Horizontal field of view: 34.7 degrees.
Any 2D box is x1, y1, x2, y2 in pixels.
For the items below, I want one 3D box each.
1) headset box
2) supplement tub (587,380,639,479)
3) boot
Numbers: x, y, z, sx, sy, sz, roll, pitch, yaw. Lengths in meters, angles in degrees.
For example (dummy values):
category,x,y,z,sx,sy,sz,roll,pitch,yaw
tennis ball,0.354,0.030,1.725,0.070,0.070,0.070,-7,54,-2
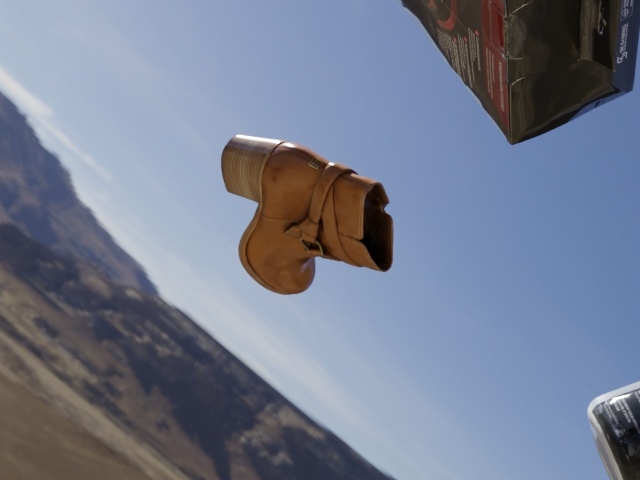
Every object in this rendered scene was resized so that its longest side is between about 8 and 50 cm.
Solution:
category,x,y,z,sx,sy,sz,roll,pitch,yaw
headset box,0.120,-0.229,0.725,0.218,0.110,0.293,74,-11,-52
supplement tub,0.502,0.227,1.189,0.207,0.338,0.207,-21,90,-83
boot,0.000,0.000,0.892,0.152,0.073,0.197,20,-31,32
